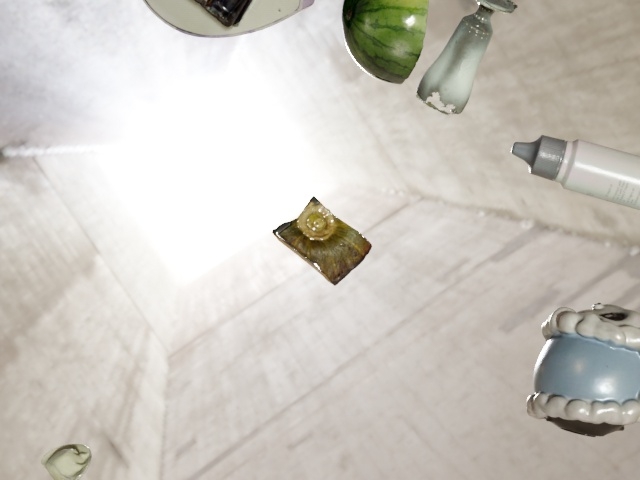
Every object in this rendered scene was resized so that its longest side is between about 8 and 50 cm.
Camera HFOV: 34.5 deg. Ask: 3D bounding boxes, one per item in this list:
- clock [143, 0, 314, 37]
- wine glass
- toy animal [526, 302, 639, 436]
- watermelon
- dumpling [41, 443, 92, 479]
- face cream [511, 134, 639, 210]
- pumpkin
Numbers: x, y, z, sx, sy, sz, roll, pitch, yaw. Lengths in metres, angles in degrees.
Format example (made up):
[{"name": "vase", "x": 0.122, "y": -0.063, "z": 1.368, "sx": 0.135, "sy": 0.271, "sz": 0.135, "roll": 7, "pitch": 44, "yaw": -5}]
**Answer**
[{"name": "clock", "x": -0.080, "y": -0.253, "z": 0.887, "sx": 0.198, "sy": 0.172, "sz": 0.064, "roll": -51, "pitch": 174, "yaw": 35}, {"name": "wine glass", "x": 0.179, "y": -0.238, "z": 1.284, "sx": 0.072, "sy": 0.072, "sz": 0.155, "roll": -44, "pitch": 163, "yaw": -55}, {"name": "toy animal", "x": 0.401, "y": 0.190, "z": 1.550, "sx": 0.208, "sy": 0.156, "sz": 0.204, "roll": 163, "pitch": -59, "yaw": -71}, {"name": "watermelon", "x": 0.049, "y": -0.182, "z": 0.844, "sx": 0.062, "sy": 0.106, "sz": 0.105, "roll": 3, "pitch": 176, "yaw": -16}, {"name": "dumpling", "x": -0.331, "y": 0.293, "z": 1.365, "sx": 0.077, "sy": 0.043, "sz": 0.059, "roll": -15, "pitch": -151, "yaw": 53}, {"name": "face cream", "x": 0.478, "y": -0.116, "z": 1.762, "sx": 0.092, "sy": 0.311, "sz": 0.092, "roll": 16, "pitch": 90, "yaw": -86}, {"name": "pumpkin", "x": 0.000, "y": 0.002, "z": 1.196, "sx": 0.073, "sy": 0.101, "sz": 0.035, "roll": -48, "pitch": -177, "yaw": -25}]
